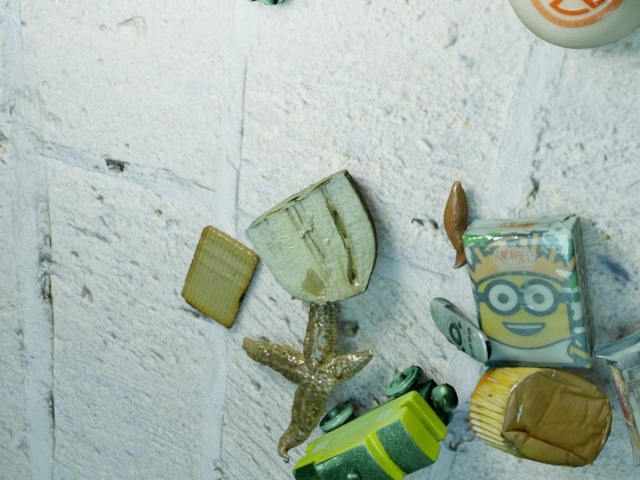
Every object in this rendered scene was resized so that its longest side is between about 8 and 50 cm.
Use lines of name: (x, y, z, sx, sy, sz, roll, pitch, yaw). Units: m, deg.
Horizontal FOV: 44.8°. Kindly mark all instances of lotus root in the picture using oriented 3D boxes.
lotus root: (0.017, 0.005, 1.776, 0.267, 0.149, 0.260, -29, 102, 15)

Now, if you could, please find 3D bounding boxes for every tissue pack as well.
tissue pack: (0.435, 0.107, 1.619, 0.228, 0.128, 0.311, -4, 110, 28)

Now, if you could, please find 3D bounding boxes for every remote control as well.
remote control: (0.304, 0.191, 1.688, 0.045, 0.256, 0.097, -17, 112, -11)

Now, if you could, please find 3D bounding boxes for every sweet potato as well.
sweet potato: (0.295, -0.034, 1.673, 0.055, 0.058, 0.202, -18, 114, -13)

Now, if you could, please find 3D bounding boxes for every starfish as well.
starfish: (-0.063, 0.318, 1.955, 0.324, 0.082, 0.432, 49, 122, 15)

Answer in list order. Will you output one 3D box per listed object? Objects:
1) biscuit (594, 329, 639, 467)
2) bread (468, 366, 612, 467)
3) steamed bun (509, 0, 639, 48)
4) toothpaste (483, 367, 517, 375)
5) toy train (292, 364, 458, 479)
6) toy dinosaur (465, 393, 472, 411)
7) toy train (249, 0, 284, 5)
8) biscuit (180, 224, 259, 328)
biscuit: (0.687, 0.315, 1.593, 0.186, 0.079, 0.309, -23, 102, -1)
bread: (0.450, 0.354, 1.620, 0.288, 0.156, 0.204, 11, 92, -24)
steamed bun: (0.447, -0.466, 1.327, 0.283, 0.177, 0.283, 11, 116, 23)
toothpaste: (0.489, 0.374, 1.759, 0.266, 0.050, 0.065, 41, 121, 4)
toy train: (0.127, 0.479, 1.854, 0.442, 0.272, 0.179, -36, 96, 34)
toy dinosaur: (0.377, 0.389, 1.839, 0.062, 0.021, 0.083, 32, 126, 2)
toy train: (-0.104, -0.580, 1.607, 0.132, 0.083, 0.200, 32, 123, 7)
biscuit: (-0.262, 0.097, 2.018, 0.172, 0.029, 0.254, 31, 122, 10)
